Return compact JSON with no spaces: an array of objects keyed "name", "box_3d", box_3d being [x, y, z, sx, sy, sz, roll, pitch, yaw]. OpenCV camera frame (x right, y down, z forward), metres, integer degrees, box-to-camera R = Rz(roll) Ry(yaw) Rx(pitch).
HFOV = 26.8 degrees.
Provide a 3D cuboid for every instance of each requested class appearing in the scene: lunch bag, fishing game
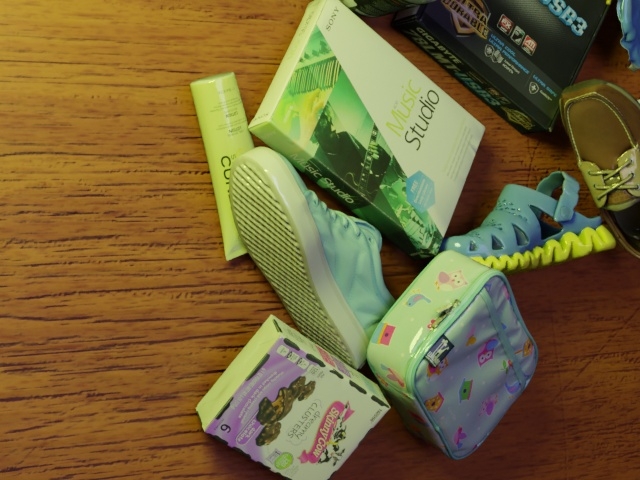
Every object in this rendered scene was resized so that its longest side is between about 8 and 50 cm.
[{"name":"lunch bag","box_3d":[0.191,0.156,1.861,0.224,0.108,0.279,-46,139,-15]},{"name":"fishing game","box_3d":[0.501,-0.361,2.114,0.264,0.041,0.189,28,73,-52]}]

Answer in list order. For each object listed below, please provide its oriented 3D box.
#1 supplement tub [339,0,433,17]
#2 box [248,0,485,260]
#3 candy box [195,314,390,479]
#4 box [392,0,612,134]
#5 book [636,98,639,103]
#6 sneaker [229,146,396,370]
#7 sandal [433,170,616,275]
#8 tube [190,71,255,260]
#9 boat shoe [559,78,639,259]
[{"name":"supplement tub","box_3d":[0.094,-0.367,1.825,0.117,0.190,0.117,1,88,-31]},{"name":"box","box_3d":[0.073,-0.155,1.862,0.322,0.058,0.232,36,60,-24]},{"name":"candy box","box_3d":[-0.035,0.220,1.779,0.196,0.070,0.165,34,99,-25]},{"name":"box","box_3d":[0.285,-0.359,2.006,0.295,0.073,0.293,36,73,-26]},{"name":"book","box_3d":[0.485,-0.169,2.144,0.144,0.035,0.096,-19,95,-27]},{"name":"sneaker","box_3d":[0.000,0.000,1.792,0.150,0.135,0.366,-47,132,-28]},{"name":"sandal","box_3d":[0.289,-0.019,1.985,0.317,0.126,0.138,-12,86,-36]},{"name":"tube","box_3d":[-0.113,-0.101,1.782,0.070,0.062,0.240,-10,104,10]},{"name":"boat shoe","box_3d":[0.455,-0.099,2.020,0.324,0.122,0.120,52,32,-35]}]
